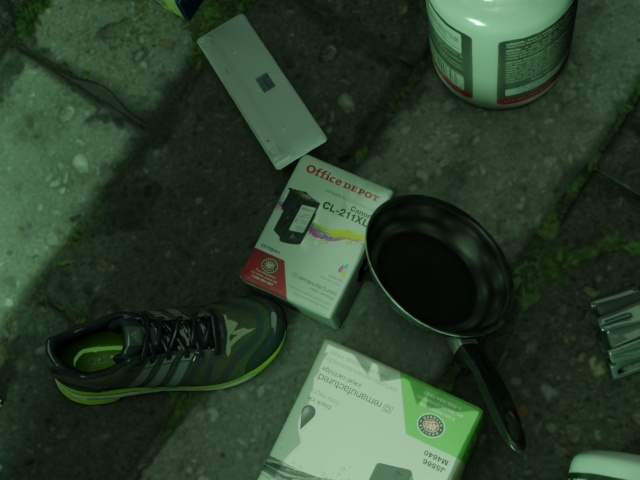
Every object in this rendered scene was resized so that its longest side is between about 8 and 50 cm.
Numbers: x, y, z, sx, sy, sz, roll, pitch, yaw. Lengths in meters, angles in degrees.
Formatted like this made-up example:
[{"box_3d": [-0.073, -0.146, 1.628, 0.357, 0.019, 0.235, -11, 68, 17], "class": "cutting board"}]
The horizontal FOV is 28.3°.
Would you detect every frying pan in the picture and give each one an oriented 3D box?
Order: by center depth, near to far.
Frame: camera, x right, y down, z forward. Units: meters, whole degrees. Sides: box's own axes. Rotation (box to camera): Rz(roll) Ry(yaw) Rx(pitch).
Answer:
[{"box_3d": [0.173, 0.083, 1.460, 0.197, 0.053, 0.326, -24, 71, -41], "class": "frying pan"}]

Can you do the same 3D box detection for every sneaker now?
[{"box_3d": [-0.186, 0.127, 1.500, 0.300, 0.121, 0.111, -15, 73, 4], "class": "sneaker"}]

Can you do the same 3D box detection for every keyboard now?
[{"box_3d": [-0.077, -0.192, 1.598, 0.072, 0.014, 0.256, -28, 56, -6], "class": "keyboard"}]

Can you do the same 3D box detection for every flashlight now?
[{"box_3d": [0.460, 0.054, 1.440, 0.304, 0.103, 0.103, -17, 46, 4], "class": "flashlight"}]

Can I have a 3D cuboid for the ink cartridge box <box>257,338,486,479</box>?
[{"box_3d": [0.041, 0.279, 1.427, 0.198, 0.115, 0.272, 23, 79, 14], "class": "ink cartridge box"}]

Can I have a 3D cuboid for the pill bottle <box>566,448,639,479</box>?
[{"box_3d": [0.319, 0.399, 1.314, 0.188, 0.188, 0.333, 13, 76, 12], "class": "pill bottle"}]

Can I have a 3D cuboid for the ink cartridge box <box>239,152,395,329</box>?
[{"box_3d": [0.000, 0.000, 1.535, 0.127, 0.072, 0.175, 24, 80, 15], "class": "ink cartridge box"}]

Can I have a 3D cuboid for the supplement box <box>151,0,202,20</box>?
[{"box_3d": [-0.191, -0.351, 1.671, 0.083, 0.056, 0.083, 30, 81, 15], "class": "supplement box"}]

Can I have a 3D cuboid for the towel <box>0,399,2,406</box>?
[{"box_3d": [-0.484, 0.211, 1.573, 0.152, 0.023, 0.113, 27, 79, 15], "class": "towel"}]

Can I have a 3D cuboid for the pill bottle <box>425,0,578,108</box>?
[{"box_3d": [0.208, -0.286, 1.456, 0.176, 0.318, 0.176, -2, 74, 7], "class": "pill bottle"}]
